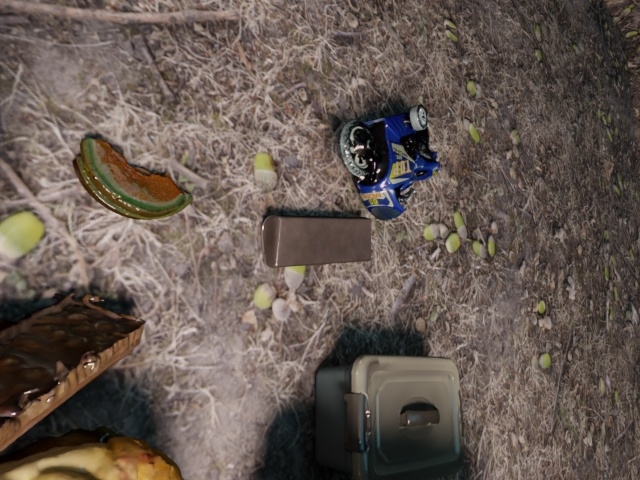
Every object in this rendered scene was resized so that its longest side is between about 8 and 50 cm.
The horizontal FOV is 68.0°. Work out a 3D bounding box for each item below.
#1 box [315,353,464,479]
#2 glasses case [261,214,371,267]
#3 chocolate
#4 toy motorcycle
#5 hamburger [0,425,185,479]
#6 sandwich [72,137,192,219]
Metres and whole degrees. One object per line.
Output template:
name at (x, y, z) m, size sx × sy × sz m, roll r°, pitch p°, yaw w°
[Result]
box at (0.099, 0.244, 0.661) m, size 0.226 × 0.130 × 0.162 m, roll 13°, pitch 70°, yaw -41°
glasses case at (0.001, 0.000, 0.693) m, size 0.190 × 0.042 × 0.072 m, roll -1°, pitch 87°, yaw -43°
chocolate at (-0.236, 0.117, 0.320) m, size 0.329 × 0.102 × 0.065 m, roll -56°, pitch 153°, yaw -74°
toy motorcycle at (0.126, -0.133, 0.801) m, size 0.315 × 0.113 × 0.169 m, roll -29°, pitch 110°, yaw -51°
hamburger at (-0.210, 0.249, 0.357) m, size 0.329 × 0.162 × 0.209 m, roll 22°, pitch 62°, yaw -34°
sandwich at (-0.204, -0.059, 0.529) m, size 0.135 × 0.029 × 0.068 m, roll 21°, pitch 66°, yaw -38°
